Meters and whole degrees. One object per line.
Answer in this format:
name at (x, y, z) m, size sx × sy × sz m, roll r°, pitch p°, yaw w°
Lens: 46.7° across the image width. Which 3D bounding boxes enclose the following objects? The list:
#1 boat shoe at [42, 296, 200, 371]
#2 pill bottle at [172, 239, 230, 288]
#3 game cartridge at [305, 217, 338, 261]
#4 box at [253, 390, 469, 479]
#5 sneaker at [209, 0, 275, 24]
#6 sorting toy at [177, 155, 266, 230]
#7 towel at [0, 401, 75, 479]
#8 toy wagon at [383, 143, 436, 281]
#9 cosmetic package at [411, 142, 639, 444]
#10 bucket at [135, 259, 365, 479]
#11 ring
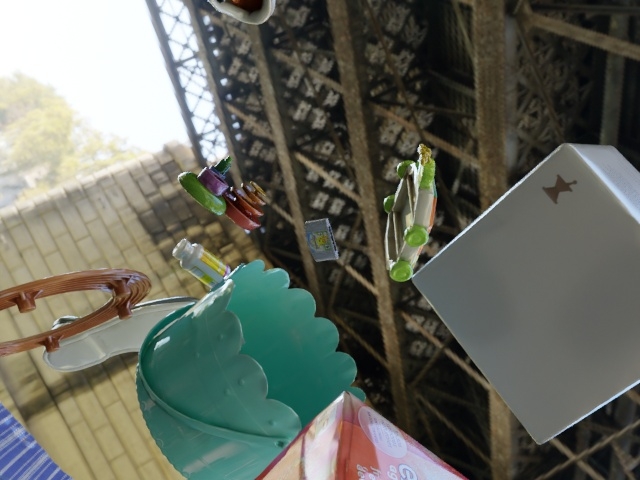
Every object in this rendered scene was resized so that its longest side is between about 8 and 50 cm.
boat shoe at (-0.369, 0.154, 1.406) m, size 0.099 × 0.319 × 0.116 m, roll -105°, pitch 178°, yaw -49°
pill bottle at (-0.175, 0.034, 1.083) m, size 0.083 × 0.043 × 0.043 m, roll 41°, pitch -9°, yaw -31°
game cartridge at (0.000, 0.000, 1.448) m, size 0.056 × 0.017 × 0.083 m, roll -8°, pitch -76°, yaw 33°
box at (-0.024, 0.262, 0.445) m, size 0.154 × 0.300 × 0.142 m, roll 38°, pitch 21°, yaw -11°
sneaker at (-0.203, -0.521, 1.349) m, size 0.321 × 0.126 × 0.127 m, roll 32°, pitch 25°, yaw -31°
sorting toy at (-0.084, -0.048, 0.673) m, size 0.061 × 0.042 × 0.102 m, roll 46°, pitch 8°, yaw 32°
towel at (-0.580, 0.383, 1.380) m, size 0.336 × 0.040 × 0.243 m, roll 48°, pitch -7°, yaw -3°
toy wagon at (0.222, -0.078, 1.800) m, size 0.267 × 0.068 × 0.344 m, roll -90°, pitch -167°, yaw -46°
cosmetic package at (0.429, 0.063, 1.225) m, size 0.327 × 0.393 × 0.329 m, roll -44°, pitch -107°, yaw 27°
bucket at (-0.091, 0.181, 0.962) m, size 0.281 × 0.183 × 0.281 m, roll 48°, pitch 18°, yaw -21°
ring at (-0.404, 0.121, 1.064) m, size 0.336 × 0.336 × 0.032 m, roll 125°, pitch -56°, yaw -67°
